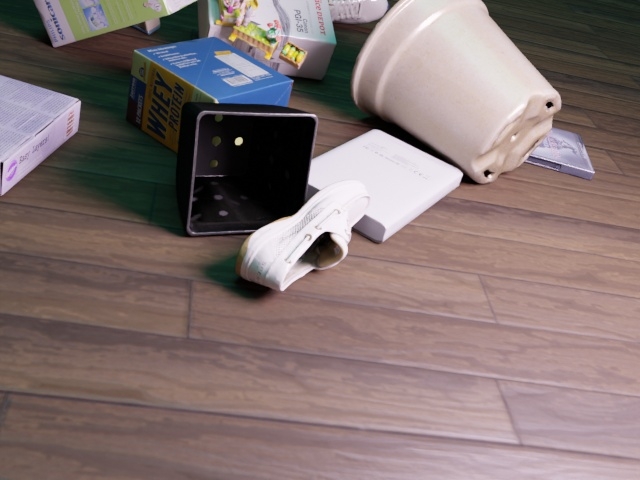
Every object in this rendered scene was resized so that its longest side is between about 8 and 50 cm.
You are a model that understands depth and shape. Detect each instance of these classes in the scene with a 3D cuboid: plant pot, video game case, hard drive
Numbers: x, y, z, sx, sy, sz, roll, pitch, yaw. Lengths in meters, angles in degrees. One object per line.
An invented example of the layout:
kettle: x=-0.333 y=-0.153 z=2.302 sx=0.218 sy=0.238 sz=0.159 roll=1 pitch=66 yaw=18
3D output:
plant pot: x=-0.135 y=-0.130 z=1.250 sx=0.187 sy=0.188 sz=0.167 roll=-3 pitch=27 yaw=-28
video game case: x=0.453 y=-0.220 z=1.784 sx=0.274 sy=0.026 sz=0.196 roll=14 pitch=32 yaw=-1
plant pot: x=0.283 y=-0.289 z=1.578 sx=0.334 sy=0.333 sz=0.305 roll=-18 pitch=56 yaw=-42
hard drive: x=0.100 y=-0.107 z=1.437 sx=0.203 sy=0.040 sz=0.307 roll=29 pitch=35 yaw=21

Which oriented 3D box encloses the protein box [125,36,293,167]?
protein box: x=-0.197 y=-0.250 z=1.435 sx=0.201 sy=0.136 sz=0.200 roll=33 pitch=36 yaw=25

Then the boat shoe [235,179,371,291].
boat shoe: x=0.000 y=0.000 z=1.183 sx=0.096 sy=0.098 sz=0.277 roll=32 pitch=45 yaw=24

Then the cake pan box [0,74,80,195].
cake pan box: x=-0.538 y=-0.180 z=1.245 sx=0.246 sy=0.070 sz=0.267 roll=15 pitch=32 yaw=2

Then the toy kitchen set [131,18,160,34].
toy kitchen set: x=-0.393 y=-0.557 z=1.879 sx=0.166 sy=0.122 sz=0.207 roll=28 pitch=54 yaw=18

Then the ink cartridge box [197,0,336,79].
ink cartridge box: x=-0.122 y=-0.481 z=1.794 sx=0.283 sy=0.117 sz=0.207 roll=4 pitch=54 yaw=-18

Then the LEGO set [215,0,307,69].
LEGO set: x=-0.133 y=-0.470 z=1.635 sx=0.132 sy=0.107 sz=0.287 roll=-21 pitch=66 yaw=-30

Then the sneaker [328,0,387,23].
sneaker: x=0.037 y=-0.605 z=2.135 sx=0.290 sy=0.106 sz=0.123 roll=1 pitch=40 yaw=-6

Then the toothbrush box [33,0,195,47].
toothbrush box: x=-0.396 y=-0.500 z=1.633 sx=0.283 sy=0.122 sz=0.206 roll=-9 pitch=24 yaw=24

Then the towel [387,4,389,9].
towel: x=0.161 y=-0.723 z=2.425 sx=0.067 sy=0.029 sz=0.119 roll=3 pitch=34 yaw=-22
